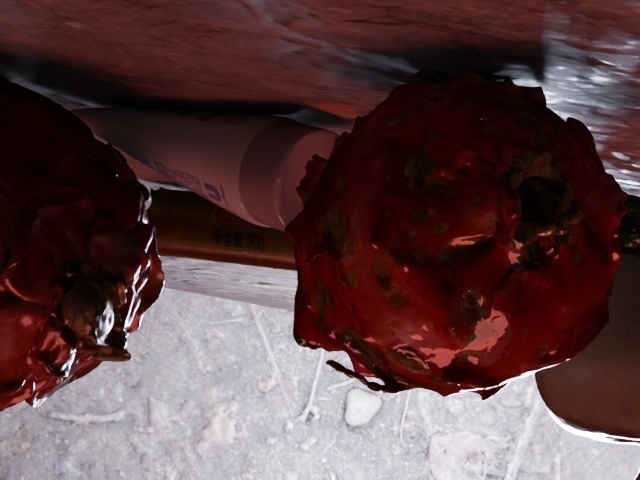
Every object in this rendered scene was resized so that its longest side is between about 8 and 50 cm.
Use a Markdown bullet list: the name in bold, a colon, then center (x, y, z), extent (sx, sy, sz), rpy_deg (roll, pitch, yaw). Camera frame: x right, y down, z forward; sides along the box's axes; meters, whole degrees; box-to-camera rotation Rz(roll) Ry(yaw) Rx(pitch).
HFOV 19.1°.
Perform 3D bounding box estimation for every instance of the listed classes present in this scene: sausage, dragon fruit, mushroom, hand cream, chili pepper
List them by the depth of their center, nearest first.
- **dragon fruit**: center (0.093, -0.005, 1.168), extent (0.210, 0.205, 0.268), rpy_deg (14, 164, -14)
- **dragon fruit**: center (-0.284, 0.002, 1.451), extent (0.342, 0.277, 0.277), rpy_deg (21, 178, 19)
- **hand cream**: center (-0.081, -0.067, 1.477), extent (0.248, 0.083, 0.133), rpy_deg (19, -179, 43)
- **chili pepper**: center (0.244, -0.010, 1.510), extent (0.073, 0.050, 0.182), rpy_deg (14, 179, -40)
- **mushroom**: center (0.362, 0.149, 1.681), extent (0.362, 0.295, 0.362), rpy_deg (12, 175, 1)
- **sausage**: center (0.000, 0.000, 1.909), extent (0.371, 0.082, 0.082), rpy_deg (6, 173, 19)
